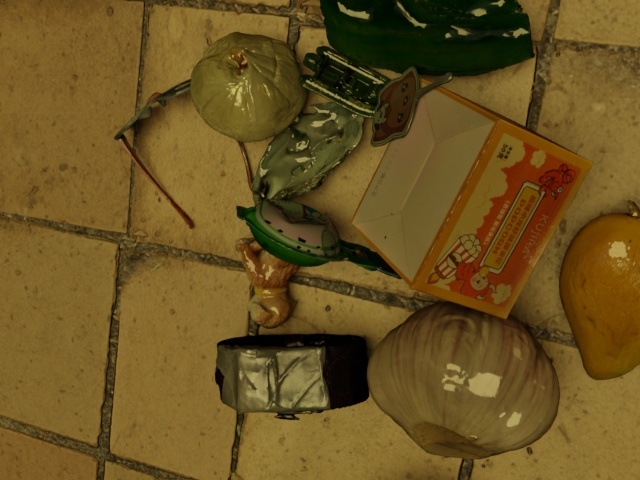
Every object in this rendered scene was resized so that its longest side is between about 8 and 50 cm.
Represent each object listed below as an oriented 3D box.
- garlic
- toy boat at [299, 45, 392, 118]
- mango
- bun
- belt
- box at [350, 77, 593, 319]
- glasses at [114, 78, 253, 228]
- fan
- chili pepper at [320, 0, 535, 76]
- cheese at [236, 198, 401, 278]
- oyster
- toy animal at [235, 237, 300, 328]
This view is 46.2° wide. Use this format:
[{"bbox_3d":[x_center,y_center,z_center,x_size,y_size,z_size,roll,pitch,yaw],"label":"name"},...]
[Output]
[{"bbox_3d":[0.252,0.233,1.269,0.317,0.317,0.260,-1,58,20],"label":"garlic"},{"bbox_3d":[0.062,-0.282,1.368,0.210,0.052,0.104,27,63,3],"label":"toy boat"},{"bbox_3d":[0.486,0.088,1.240,0.176,0.119,0.317,4,107,23],"label":"mango"},{"bbox_3d":[-0.135,-0.298,1.382,0.220,0.134,0.221,-1,71,2],"label":"bun"},{"bbox_3d":[-0.053,0.258,1.404,0.289,0.184,0.164,-1,93,4],"label":"belt"},{"bbox_3d":[0.234,-0.070,1.215,0.213,0.259,0.284,17,107,-28],"label":"box"},{"bbox_3d":[-0.267,-0.181,1.527,0.234,0.118,0.268,-28,106,19],"label":"glasses"},{"bbox_3d":[0.146,-0.233,1.237,0.220,0.009,0.132,-19,58,59],"label":"fan"},{"bbox_3d":[0.176,-0.390,1.273,0.384,0.167,0.213,8,102,16],"label":"chili pepper"},{"bbox_3d":[0.000,0.000,1.346,0.320,0.204,0.083,18,108,-14],"label":"cheese"},{"bbox_3d":[-0.027,-0.150,1.415,0.199,0.087,0.252,19,95,27],"label":"oyster"},{"bbox_3d":[-0.066,0.078,1.453,0.183,0.104,0.185,-6,90,12],"label":"toy animal"}]
